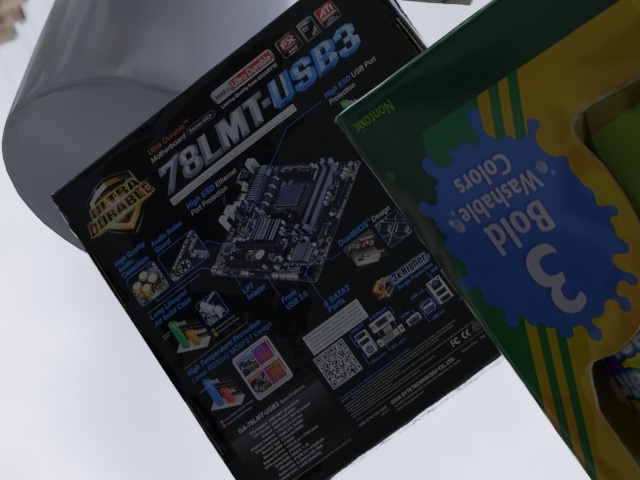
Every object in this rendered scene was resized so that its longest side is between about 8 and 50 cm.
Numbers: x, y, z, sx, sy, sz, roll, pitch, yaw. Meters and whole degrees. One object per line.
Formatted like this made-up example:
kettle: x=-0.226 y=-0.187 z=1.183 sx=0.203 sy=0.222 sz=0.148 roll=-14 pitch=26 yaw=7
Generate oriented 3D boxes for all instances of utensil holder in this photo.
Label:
utensil holder: x=-0.095 y=-0.190 z=1.349 sx=0.327 sy=0.386 sz=0.328 roll=11 pitch=-33 yaw=7

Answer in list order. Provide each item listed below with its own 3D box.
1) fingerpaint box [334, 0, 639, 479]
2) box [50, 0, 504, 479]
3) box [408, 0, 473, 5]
fingerpaint box: x=0.271 y=-0.013 z=0.516 sx=0.371 sy=0.163 sz=0.445 roll=55 pitch=-40 yaw=-3
box: x=0.000 y=0.000 z=1.037 sx=0.295 sy=0.073 sz=0.293 roll=-37 pitch=-102 yaw=9
box: x=0.145 y=-0.369 z=1.514 sx=0.275 sy=0.094 sz=0.113 roll=106 pitch=-13 yaw=-67
